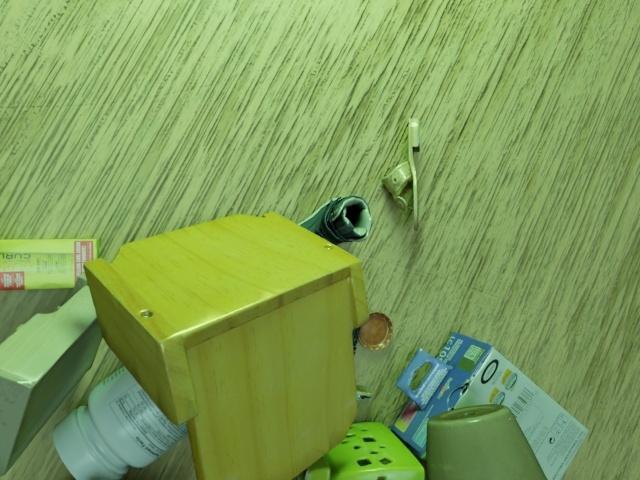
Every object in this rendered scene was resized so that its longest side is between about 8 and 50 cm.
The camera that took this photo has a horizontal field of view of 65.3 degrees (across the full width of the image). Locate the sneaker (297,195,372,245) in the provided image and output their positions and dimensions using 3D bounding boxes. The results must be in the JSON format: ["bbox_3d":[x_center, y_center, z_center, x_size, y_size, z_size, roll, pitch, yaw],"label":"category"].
[{"bbox_3d":[-0.001,-0.002,0.941,0.226,0.163,0.086,-46,106,-11],"label":"sneaker"}]

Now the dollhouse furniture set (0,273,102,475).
[{"bbox_3d":[-0.544,0.111,0.707,0.394,0.256,0.362,25,109,-7],"label":"dollhouse furniture set"}]

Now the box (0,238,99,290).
[{"bbox_3d":[-0.491,0.040,0.822,0.232,0.058,0.087,0,90,-20],"label":"box"}]

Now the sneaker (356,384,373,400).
[{"bbox_3d":[0.070,0.325,1.045,0.083,0.032,0.037,8,102,-15],"label":"sneaker"}]

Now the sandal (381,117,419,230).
[{"bbox_3d":[0.169,-0.139,1.056,0.079,0.088,0.240,1,83,12],"label":"sandal"}]

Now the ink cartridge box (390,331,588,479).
[{"bbox_3d":[0.344,0.390,1.075,0.395,0.151,0.270,40,80,-17],"label":"ink cartridge box"}]

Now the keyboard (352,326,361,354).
[{"bbox_3d":[0.067,0.194,1.003,0.023,0.108,0.180,14,81,5],"label":"keyboard"}]

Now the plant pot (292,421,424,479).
[{"bbox_3d":[0.045,0.484,0.940,0.207,0.227,0.228,9,89,-13],"label":"plant pot"}]

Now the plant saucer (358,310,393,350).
[{"bbox_3d":[0.116,0.192,1.063,0.083,0.013,0.084,0,91,-19],"label":"plant saucer"}]

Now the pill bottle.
[{"bbox_3d":[-0.283,0.274,0.848,0.283,0.160,0.160,-36,102,-15],"label":"pill bottle"}]

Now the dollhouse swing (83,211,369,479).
[{"bbox_3d":[-0.130,0.172,0.796,0.346,0.315,0.305,-21,127,-40],"label":"dollhouse swing"}]

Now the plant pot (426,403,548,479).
[{"bbox_3d":[0.282,0.419,0.875,0.263,0.263,0.229,-8,77,-19],"label":"plant pot"}]
